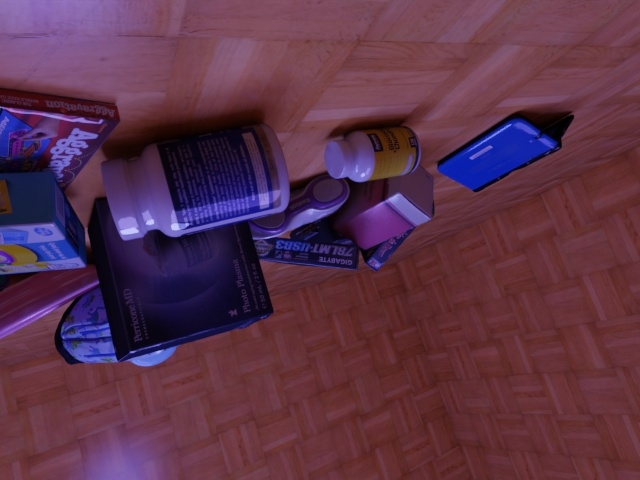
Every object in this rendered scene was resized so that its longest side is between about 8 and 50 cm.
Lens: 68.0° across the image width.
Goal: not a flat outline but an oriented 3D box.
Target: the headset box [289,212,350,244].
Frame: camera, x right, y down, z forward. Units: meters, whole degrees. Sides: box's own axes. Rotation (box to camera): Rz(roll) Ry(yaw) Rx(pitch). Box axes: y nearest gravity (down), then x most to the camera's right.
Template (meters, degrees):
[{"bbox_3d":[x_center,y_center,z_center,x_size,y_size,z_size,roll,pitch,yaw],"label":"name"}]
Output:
[{"bbox_3d":[0.054,-0.022,1.636,0.293,0.110,0.218,-9,166,-42],"label":"headset box"}]

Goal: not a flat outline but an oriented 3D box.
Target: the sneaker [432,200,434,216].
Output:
[{"bbox_3d":[0.207,-0.091,1.450,0.343,0.146,0.134,-14,169,-18],"label":"sneaker"}]

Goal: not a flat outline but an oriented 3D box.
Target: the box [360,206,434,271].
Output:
[{"bbox_3d":[0.204,-0.037,1.328,0.233,0.044,0.159,-50,-167,12],"label":"box"}]

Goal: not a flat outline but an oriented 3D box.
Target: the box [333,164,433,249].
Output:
[{"bbox_3d":[0.163,-0.098,1.233,0.127,0.149,0.232,33,139,-27],"label":"box"}]

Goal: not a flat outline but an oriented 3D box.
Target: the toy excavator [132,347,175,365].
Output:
[{"bbox_3d":[-0.531,0.238,1.592,0.222,0.433,0.445,-8,-167,-44],"label":"toy excavator"}]

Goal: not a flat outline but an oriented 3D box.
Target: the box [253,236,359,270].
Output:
[{"bbox_3d":[-0.042,0.034,1.312,0.295,0.073,0.293,5,179,3],"label":"box"}]

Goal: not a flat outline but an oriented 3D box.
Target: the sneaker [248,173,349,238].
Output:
[{"bbox_3d":[-0.074,-0.065,1.192,0.305,0.114,0.152,-17,168,-6],"label":"sneaker"}]

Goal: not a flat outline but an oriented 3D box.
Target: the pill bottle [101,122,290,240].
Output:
[{"bbox_3d":[-0.195,-0.091,0.760,0.264,0.153,0.153,-15,169,-17],"label":"pill bottle"}]

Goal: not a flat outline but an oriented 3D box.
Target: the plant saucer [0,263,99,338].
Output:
[{"bbox_3d":[-0.674,0.139,1.117,0.332,0.084,0.332,-28,-173,4],"label":"plant saucer"}]

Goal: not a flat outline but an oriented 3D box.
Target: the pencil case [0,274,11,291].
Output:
[{"bbox_3d":[-0.752,0.101,1.049,0.151,0.064,0.070,-25,124,27],"label":"pencil case"}]

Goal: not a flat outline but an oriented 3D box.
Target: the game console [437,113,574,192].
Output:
[{"bbox_3d":[0.518,-0.277,1.343,0.250,0.173,0.293,23,150,-24],"label":"game console"}]

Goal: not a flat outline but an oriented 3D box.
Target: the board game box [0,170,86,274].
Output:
[{"bbox_3d":[-0.539,-0.008,0.677,0.336,0.079,0.254,-5,166,-18],"label":"board game box"}]

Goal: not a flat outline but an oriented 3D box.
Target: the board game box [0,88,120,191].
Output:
[{"bbox_3d":[-0.403,-0.112,0.653,0.281,0.027,0.145,-27,167,41],"label":"board game box"}]

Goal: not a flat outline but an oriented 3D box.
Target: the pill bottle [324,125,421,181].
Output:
[{"bbox_3d":[0.105,-0.175,0.966,0.184,0.103,0.103,-13,168,-28],"label":"pill bottle"}]

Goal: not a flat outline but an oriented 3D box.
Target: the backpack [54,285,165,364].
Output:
[{"bbox_3d":[-0.523,0.197,1.301,0.355,0.273,0.290,6,-136,22],"label":"backpack"}]

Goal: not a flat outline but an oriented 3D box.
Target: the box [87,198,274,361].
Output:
[{"bbox_3d":[-0.293,0.063,0.989,0.294,0.296,0.183,-12,168,-32],"label":"box"}]
